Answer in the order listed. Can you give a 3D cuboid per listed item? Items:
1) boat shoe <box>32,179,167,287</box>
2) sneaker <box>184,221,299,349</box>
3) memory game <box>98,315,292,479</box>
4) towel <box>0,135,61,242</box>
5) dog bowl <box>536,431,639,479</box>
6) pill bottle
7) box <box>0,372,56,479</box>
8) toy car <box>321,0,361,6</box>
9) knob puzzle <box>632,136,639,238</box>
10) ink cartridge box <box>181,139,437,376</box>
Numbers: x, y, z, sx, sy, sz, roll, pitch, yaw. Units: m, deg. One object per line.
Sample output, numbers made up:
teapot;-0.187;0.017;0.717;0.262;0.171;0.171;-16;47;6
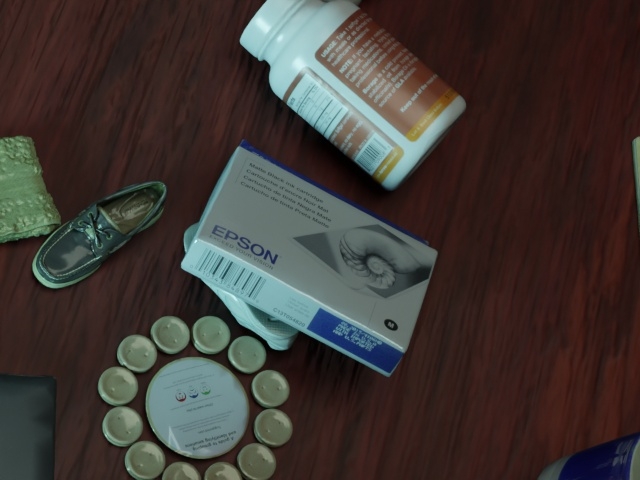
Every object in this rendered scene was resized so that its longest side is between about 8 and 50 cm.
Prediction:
boat shoe;-0.204;-0.013;1.724;0.056;0.049;0.152;46;59;5
sneaker;-0.078;0.047;1.741;0.053;0.061;0.152;-35;71;-22
memory game;-0.113;0.154;1.699;0.186;0.012;0.186;9;62;-17
towel;-0.322;-0.041;1.708;0.148;0.027;0.110;-13;69;-24
dog bowl;0.298;0.305;1.648;0.265;0.104;0.265;39;38;-39
pill bottle;0.029;-0.160;1.842;0.216;0.121;0.121;42;59;3
box;-0.233;0.236;1.190;0.103;0.184;0.261;7;63;-18
toy car;0.004;-0.333;1.907;0.182;0.136;0.159;31;58;-4
knob puzzle;0.432;-0.023;1.977;0.213;0.030;0.213;8;62;-17
ink cartridge box;0.000;0.000;1.750;0.223;0.045;0.224;28;36;-6
